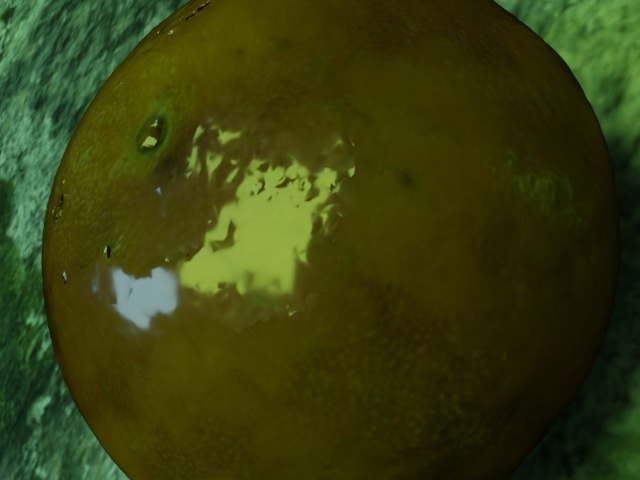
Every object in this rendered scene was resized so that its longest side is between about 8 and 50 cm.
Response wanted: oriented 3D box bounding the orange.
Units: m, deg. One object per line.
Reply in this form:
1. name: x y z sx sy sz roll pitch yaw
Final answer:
1. orange: 0.000 0.000 0.629 0.284 0.226 0.284 -18 59 33
